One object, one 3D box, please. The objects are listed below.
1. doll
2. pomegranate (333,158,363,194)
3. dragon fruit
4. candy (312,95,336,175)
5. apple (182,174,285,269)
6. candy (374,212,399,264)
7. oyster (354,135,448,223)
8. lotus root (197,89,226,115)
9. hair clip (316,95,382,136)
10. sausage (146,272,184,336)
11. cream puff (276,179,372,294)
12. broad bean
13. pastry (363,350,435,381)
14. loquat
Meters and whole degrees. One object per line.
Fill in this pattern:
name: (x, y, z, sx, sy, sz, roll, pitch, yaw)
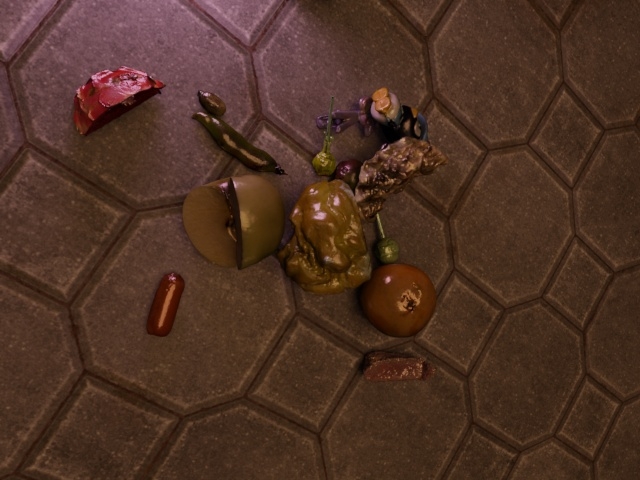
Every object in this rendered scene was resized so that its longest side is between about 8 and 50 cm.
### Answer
doll: (0.280, -0.389, 1.553, 0.314, 0.141, 0.177, 32, 42, -48)
pomegranate: (0.101, -0.212, 1.551, 0.130, 0.130, 0.130, -2, 96, -22)
dragon fruit: (-0.562, -0.405, 1.235, 0.274, 0.161, 0.126, -36, 109, -13)
candy: (0.024, -0.334, 1.486, 0.077, 0.073, 0.262, 3, 117, -10)
apple: (-0.230, -0.061, 1.344, 0.233, 0.295, 0.257, -29, 107, -47)
candy: (0.207, -0.076, 1.630, 0.093, 0.092, 0.335, -16, 92, -15)
oyster: (0.259, -0.210, 1.514, 0.351, 0.114, 0.238, -25, 142, -4)
lotus root: (-0.332, -0.416, 1.385, 0.099, 0.054, 0.049, 36, 60, -22)
hair clip: (0.130, -0.414, 1.553, 0.279, 0.090, 0.137, -18, 110, -19)
sausage: (-0.466, 0.193, 1.376, 0.076, 0.076, 0.197, 18, 87, -22)
cream puff: (0.000, 0.000, 1.416, 0.276, 0.378, 0.378, -13, 100, 3)
broad bean: (-0.249, -0.287, 1.426, 0.339, 0.061, 0.077, 34, 75, -22)
pastry: (0.279, 0.465, 1.687, 0.265, 0.112, 0.102, 10, 102, -11)
loquat: (0.268, 0.202, 1.584, 0.263, 0.263, 0.262, -2, 96, -22)
